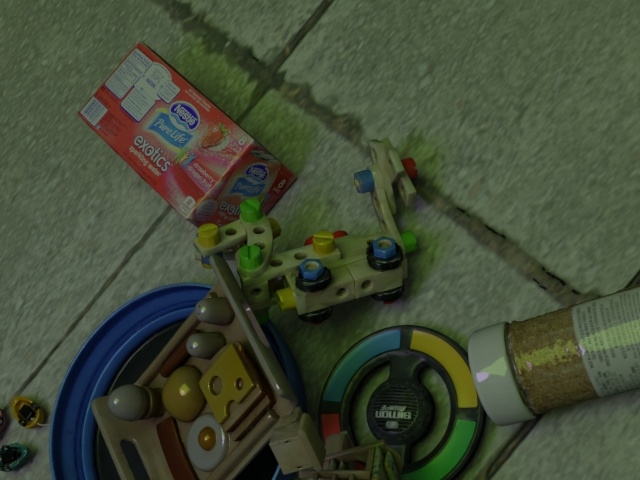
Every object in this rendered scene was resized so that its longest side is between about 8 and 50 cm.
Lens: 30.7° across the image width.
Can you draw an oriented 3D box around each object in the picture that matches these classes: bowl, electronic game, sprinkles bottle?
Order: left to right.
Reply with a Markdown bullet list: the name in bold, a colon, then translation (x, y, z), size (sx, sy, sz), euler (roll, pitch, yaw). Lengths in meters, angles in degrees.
- **bowl**: translation (-0.195, 0.253, 1.615), size (0.391, 0.077, 0.391), euler (-10, 66, 24)
- **electronic game**: translation (0.101, 0.219, 1.491), size (0.229, 0.048, 0.229), euler (-10, 66, 23)
- **sprinkles bottle**: translation (0.355, 0.116, 1.357), size (0.355, 0.121, 0.121), euler (-18, 63, 20)

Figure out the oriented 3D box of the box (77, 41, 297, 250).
- **box**: translation (-0.200, -0.143, 1.736), size (0.154, 0.142, 0.300), euler (-50, 57, 1)

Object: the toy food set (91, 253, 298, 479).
- **toy food set**: translation (-0.170, 0.198, 1.478), size (0.306, 0.092, 0.219), euler (-50, 54, 28)

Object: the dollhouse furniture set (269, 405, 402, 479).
- **dollhouse furniture set**: translation (0.028, 0.234, 1.364), size (0.101, 0.161, 0.182), euler (-18, 20, 15)

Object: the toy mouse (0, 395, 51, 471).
- **toy mouse**: translation (-0.475, 0.300, 1.768), size (0.161, 0.031, 0.143), euler (30, 86, 33)

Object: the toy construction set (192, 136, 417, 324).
- **toy construction set**: translation (0.000, 0.000, 1.570), size (0.328, 0.151, 0.215), euler (-27, 41, -4)
